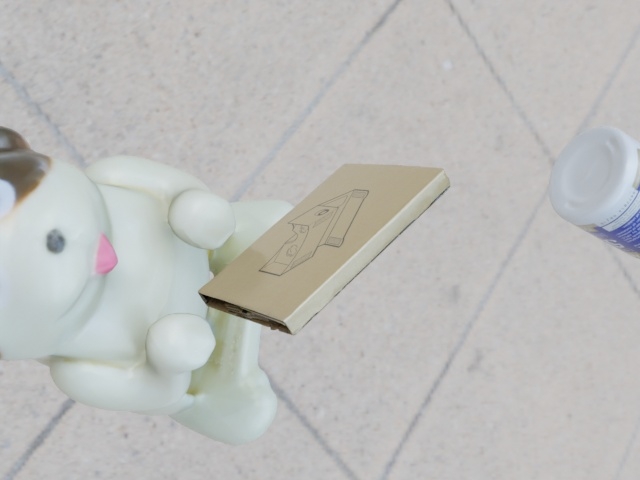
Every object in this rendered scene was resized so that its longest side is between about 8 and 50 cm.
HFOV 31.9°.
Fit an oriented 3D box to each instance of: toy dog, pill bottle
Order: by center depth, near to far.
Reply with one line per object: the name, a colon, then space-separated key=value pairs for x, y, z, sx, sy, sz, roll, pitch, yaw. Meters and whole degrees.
toy dog: x=-0.247 y=0.024 z=1.154 sx=0.408 sy=0.395 sz=0.284 roll=29 pitch=78 yaw=-63
pill bottle: x=0.350 y=-0.040 z=1.220 sx=0.187 sy=0.112 sz=0.112 roll=24 pitch=65 yaw=-32

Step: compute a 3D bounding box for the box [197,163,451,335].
box: x=0.000 y=0.000 z=1.001 sx=0.201 sy=0.164 sz=0.021 roll=-43 pitch=116 yaw=-21
